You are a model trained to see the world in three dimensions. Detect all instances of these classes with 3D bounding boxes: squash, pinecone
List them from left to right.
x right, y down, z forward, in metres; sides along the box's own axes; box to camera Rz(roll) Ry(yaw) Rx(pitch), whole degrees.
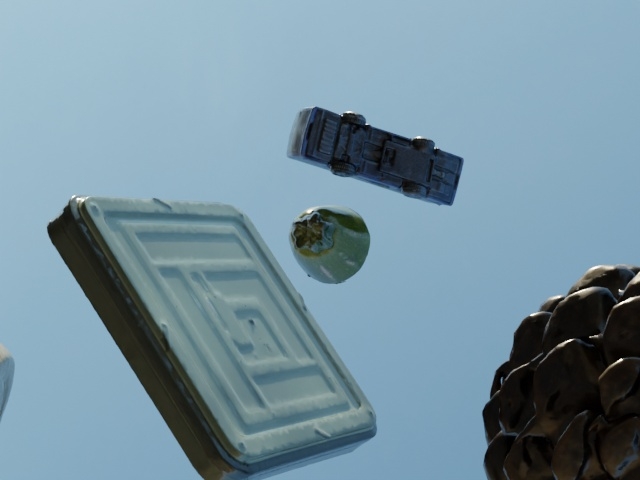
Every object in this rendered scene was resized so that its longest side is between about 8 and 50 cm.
[{"bbox_3d":[-0.007,-0.006,1.629,0.105,0.132,0.105,-4,-102,21],"label":"squash"},{"bbox_3d":[0.211,0.114,0.827,0.272,0.224,0.224,-137,-112,-72],"label":"pinecone"}]

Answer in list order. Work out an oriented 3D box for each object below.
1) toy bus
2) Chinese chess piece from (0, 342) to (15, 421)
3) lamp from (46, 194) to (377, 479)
[{"bbox_3d":[0.067,-0.104,1.685,0.094,0.236,0.079,-5,-109,61],"label":"toy bus"},{"bbox_3d":[-0.369,0.191,1.177,0.104,0.257,0.257,22,-83,-1],"label":"Chinese chess piece"},{"bbox_3d":[-0.082,0.077,1.120,0.047,0.269,0.266,-40,-107,21],"label":"lamp"}]
